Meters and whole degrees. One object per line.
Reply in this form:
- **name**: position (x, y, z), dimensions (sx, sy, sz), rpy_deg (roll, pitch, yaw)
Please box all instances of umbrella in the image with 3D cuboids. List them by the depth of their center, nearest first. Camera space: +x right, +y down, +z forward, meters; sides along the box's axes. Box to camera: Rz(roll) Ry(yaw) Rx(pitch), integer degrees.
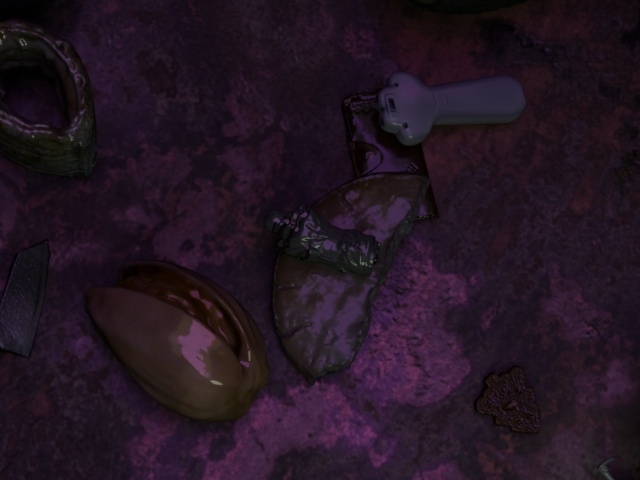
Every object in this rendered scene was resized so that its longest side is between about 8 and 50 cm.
- **umbrella**: position (0.000, 0.000, 1.769), dimensions (0.143, 0.062, 0.067), rpy_deg (23, 114, 6)

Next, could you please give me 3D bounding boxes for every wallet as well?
- **wallet**: position (0.085, -0.106, 1.869), dimensions (0.095, 0.026, 0.176), rpy_deg (-9, 78, -7)

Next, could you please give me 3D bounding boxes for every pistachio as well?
- **pistachio**: position (-0.164, 0.113, 1.733), dimensions (0.229, 0.157, 0.157), rpy_deg (38, 75, 8)

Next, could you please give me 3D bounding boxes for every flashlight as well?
- **flashlight**: position (0.163, -0.170, 1.871), dimensions (0.200, 0.047, 0.093), rpy_deg (-8, 76, -21)

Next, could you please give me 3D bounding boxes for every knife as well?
- **knife**: position (-0.362, 0.102, 1.768), dimensions (0.060, 0.028, 0.230), rpy_deg (21, 72, -14)

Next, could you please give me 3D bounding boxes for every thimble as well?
- **thimble**: position (-0.334, -0.160, 1.768), dimensions (0.137, 0.143, 0.190), rpy_deg (-36, 84, -14)

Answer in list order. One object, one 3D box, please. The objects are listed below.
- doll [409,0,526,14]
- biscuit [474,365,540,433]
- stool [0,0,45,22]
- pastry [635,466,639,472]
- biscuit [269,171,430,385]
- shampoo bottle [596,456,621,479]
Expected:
- **doll**: position (0.233, -0.411, 1.864), dimensions (0.349, 0.247, 0.247), rpy_deg (-13, 79, -18)
- **biscuit**: position (0.234, 0.198, 1.821), dimensions (0.092, 0.016, 0.082), rpy_deg (46, 71, 4)
- **stool**: position (-0.383, -0.354, 1.805), dimensions (0.228, 0.139, 0.153), rpy_deg (-35, 112, 16)
- **pastry**: position (0.505, 0.248, 1.741), dimensions (0.275, 0.193, 0.275), rpy_deg (6, 69, -17)
- **biscuit**: position (0.017, 0.028, 1.811), dimensions (0.141, 0.038, 0.290), rpy_deg (23, 81, 8)
- **shampoo bottle**: position (0.397, 0.341, 1.788), dimensions (0.056, 0.056, 0.195), rpy_deg (-40, 83, -14)
